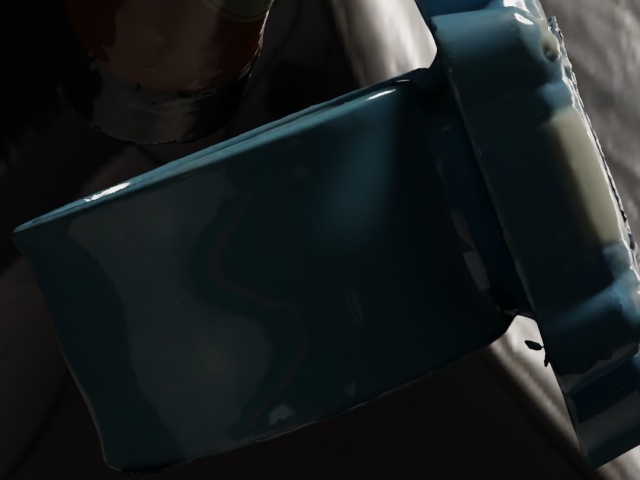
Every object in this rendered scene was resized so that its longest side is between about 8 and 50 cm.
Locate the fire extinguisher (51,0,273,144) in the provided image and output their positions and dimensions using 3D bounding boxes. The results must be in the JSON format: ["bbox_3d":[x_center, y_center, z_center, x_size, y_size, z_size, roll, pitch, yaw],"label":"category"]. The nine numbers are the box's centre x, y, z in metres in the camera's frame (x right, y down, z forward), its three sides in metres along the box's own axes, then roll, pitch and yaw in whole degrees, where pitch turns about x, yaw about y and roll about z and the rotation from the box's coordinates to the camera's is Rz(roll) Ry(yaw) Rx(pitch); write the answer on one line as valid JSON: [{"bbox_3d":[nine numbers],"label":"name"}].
[{"bbox_3d":[-0.021,-0.093,0.392,0.050,0.177,0.062,0,55,-18],"label":"fire extinguisher"}]

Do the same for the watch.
[{"bbox_3d":[0.000,0.000,0.619,0.193,0.211,0.211,-21,41,10],"label":"watch"}]
